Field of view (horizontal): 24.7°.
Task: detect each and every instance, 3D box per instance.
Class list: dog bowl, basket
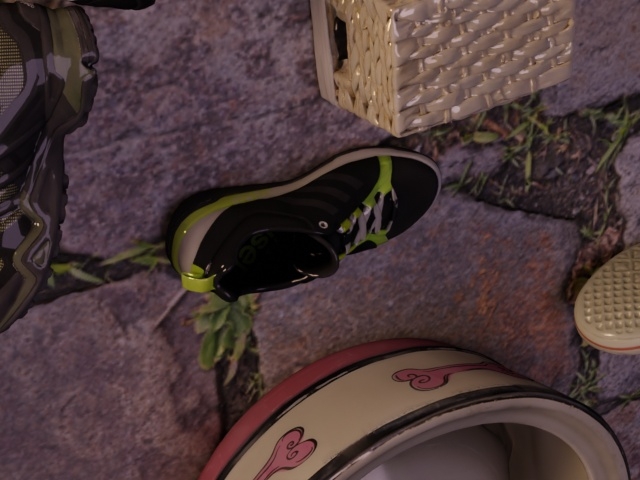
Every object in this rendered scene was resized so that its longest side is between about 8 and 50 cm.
[{"bbox_3d":[0.059,0.262,1.244,0.408,0.150,0.408,-17,126,-24],"label":"dog bowl"},{"bbox_3d":[0.090,-0.152,1.037,0.167,0.103,0.113,-20,126,-21],"label":"basket"}]

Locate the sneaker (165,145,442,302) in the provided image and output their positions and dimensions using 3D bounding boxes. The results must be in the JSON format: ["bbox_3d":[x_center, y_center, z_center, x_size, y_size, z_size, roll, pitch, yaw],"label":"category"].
[{"bbox_3d":[0.000,0.000,1.077,0.235,0.097,0.084,-18,126,-24],"label":"sneaker"}]

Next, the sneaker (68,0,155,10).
[{"bbox_3d":[-0.074,-0.263,0.874,0.146,0.102,0.293,25,107,-45],"label":"sneaker"}]

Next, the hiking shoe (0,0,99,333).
[{"bbox_3d":[-0.218,-0.049,0.929,0.114,0.086,0.227,10,107,-22],"label":"hiking shoe"}]

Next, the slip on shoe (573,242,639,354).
[{"bbox_3d":[0.371,0.049,1.343,0.331,0.123,0.101,-17,130,-30],"label":"slip on shoe"}]
